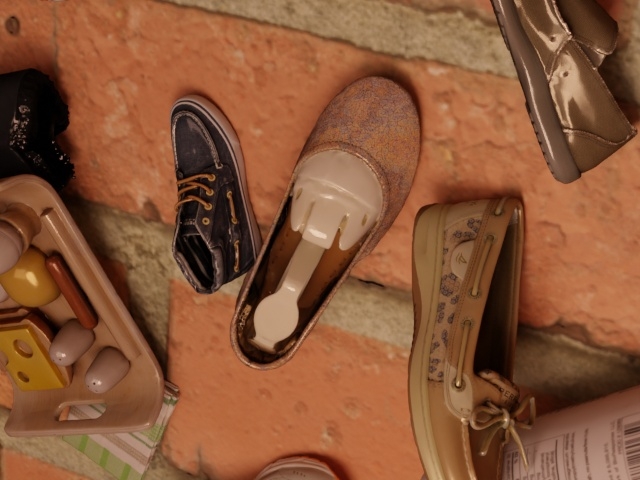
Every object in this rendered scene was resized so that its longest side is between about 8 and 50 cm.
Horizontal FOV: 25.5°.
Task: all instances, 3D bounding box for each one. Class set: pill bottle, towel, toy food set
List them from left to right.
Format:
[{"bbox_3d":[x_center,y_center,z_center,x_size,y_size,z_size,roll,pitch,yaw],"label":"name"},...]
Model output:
[{"bbox_3d":[-0.318,0.076,1.443,0.220,0.092,0.306,-8,120,35],"label":"toy food set"},{"bbox_3d":[-0.218,0.188,1.537,0.113,0.023,0.152,34,125,14],"label":"towel"},{"bbox_3d":[0.232,0.220,1.220,0.283,0.160,0.160,-23,99,34],"label":"pill bottle"}]

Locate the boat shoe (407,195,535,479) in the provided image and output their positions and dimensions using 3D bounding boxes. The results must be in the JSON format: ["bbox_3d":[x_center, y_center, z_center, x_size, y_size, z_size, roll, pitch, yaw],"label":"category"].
[{"bbox_3d":[0.131,0.096,1.190,0.089,0.104,0.285,-10,69,24],"label":"boat shoe"}]

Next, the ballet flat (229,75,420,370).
[{"bbox_3d":[0.000,0.000,1.281,0.108,0.106,0.316,26,122,3],"label":"ballet flat"}]

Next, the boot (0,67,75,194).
[{"bbox_3d":[-0.358,-0.156,1.415,0.207,0.094,0.246,-5,109,29],"label":"boot"}]

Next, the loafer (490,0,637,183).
[{"bbox_3d":[0.189,-0.171,1.129,0.087,0.094,0.251,-19,112,8],"label":"loafer"}]

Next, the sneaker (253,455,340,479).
[{"bbox_3d":[-0.086,0.303,1.452,0.262,0.121,0.099,-22,100,33],"label":"sneaker"}]

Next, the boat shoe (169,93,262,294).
[{"bbox_3d":[-0.111,-0.043,1.337,0.065,0.083,0.183,-10,106,31],"label":"boat shoe"}]
